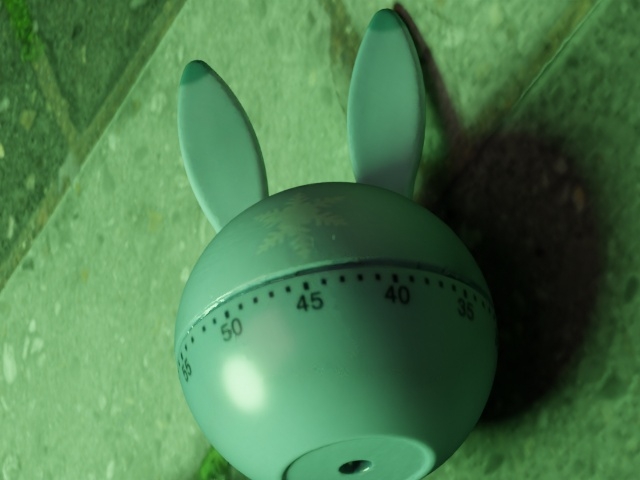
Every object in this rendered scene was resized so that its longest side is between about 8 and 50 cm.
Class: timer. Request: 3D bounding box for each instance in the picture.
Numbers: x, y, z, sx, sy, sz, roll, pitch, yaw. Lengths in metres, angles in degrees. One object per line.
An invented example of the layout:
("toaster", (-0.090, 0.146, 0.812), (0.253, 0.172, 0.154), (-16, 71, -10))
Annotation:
("timer", (0.005, 0.020, 0.948), (0.175, 0.175, 0.255), (-59, 20, 31))
